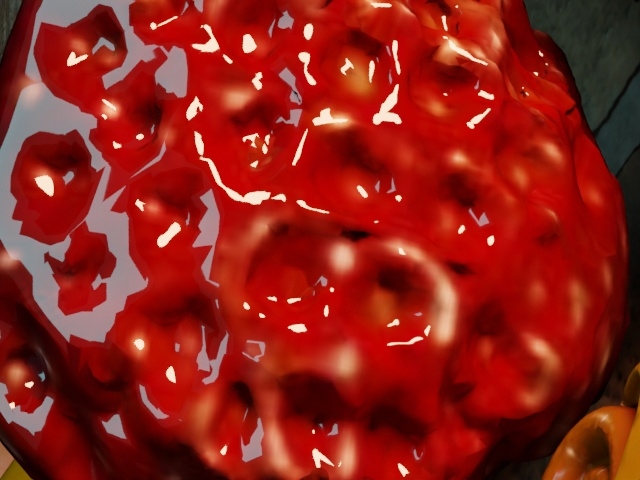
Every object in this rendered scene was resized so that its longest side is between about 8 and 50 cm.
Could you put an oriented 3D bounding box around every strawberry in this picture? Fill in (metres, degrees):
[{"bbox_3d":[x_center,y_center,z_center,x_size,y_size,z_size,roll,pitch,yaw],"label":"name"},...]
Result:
[{"bbox_3d":[-0.005,-0.050,0.588,0.295,0.317,0.345,8,102,35],"label":"strawberry"}]

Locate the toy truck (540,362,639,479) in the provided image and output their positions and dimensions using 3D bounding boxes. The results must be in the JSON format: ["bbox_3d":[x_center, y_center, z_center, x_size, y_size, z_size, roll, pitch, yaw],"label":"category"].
[{"bbox_3d":[0.192,0.095,0.417,0.288,0.204,0.212,-91,24,-68],"label":"toy truck"}]

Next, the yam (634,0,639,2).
[{"bbox_3d":[0.145,-0.221,0.654,0.348,0.241,0.241,-133,60,-68],"label":"yam"}]

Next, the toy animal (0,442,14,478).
[{"bbox_3d":[-0.258,0.287,1.312,0.269,0.237,0.326,-22,21,11],"label":"toy animal"}]

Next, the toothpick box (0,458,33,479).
[{"bbox_3d":[-0.152,0.183,1.118,0.175,0.175,0.271,-40,17,53],"label":"toothpick box"}]
